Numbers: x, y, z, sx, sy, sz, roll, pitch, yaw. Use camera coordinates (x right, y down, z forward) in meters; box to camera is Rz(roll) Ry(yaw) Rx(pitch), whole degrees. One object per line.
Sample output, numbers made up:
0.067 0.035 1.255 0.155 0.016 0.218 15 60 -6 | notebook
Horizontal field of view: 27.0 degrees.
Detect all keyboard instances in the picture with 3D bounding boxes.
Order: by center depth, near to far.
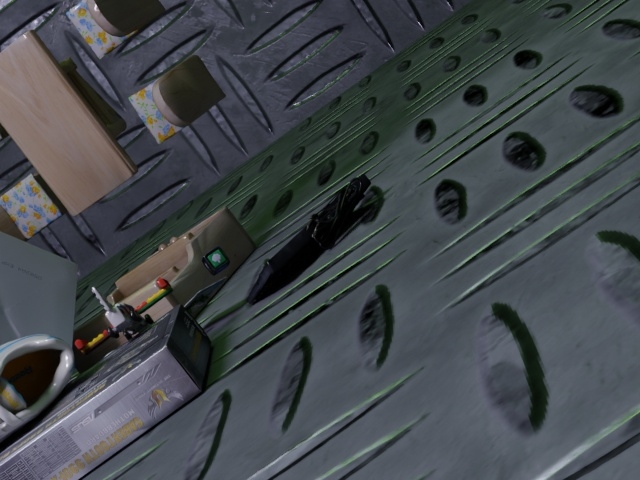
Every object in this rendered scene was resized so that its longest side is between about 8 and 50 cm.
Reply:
0.000 0.000 1.439 0.192 0.038 0.100 -44 -11 -38 | keyboard

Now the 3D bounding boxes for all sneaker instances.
-0.330 0.164 1.253 0.228 0.087 0.092 -45 14 -34 | sneaker

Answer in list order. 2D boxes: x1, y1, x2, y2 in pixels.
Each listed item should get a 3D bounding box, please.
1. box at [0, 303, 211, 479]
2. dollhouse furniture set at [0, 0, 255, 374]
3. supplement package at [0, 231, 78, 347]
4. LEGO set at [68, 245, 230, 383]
-0.214 0.164 1.276 0.231 0.056 0.183 -36 9 3 | box
-0.296 -0.063 1.666 0.362 0.394 0.256 -32 10 27 | dollhouse furniture set
-0.443 0.122 1.533 0.263 0.199 0.198 -24 54 35 | supplement package
-0.198 0.082 1.420 0.182 0.060 0.244 -29 -10 -48 | LEGO set
